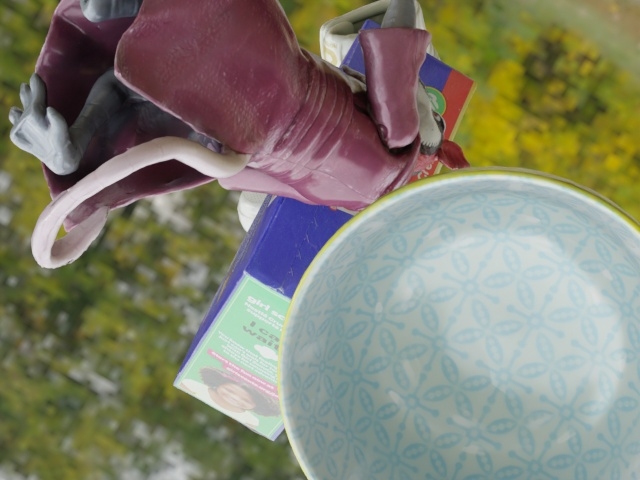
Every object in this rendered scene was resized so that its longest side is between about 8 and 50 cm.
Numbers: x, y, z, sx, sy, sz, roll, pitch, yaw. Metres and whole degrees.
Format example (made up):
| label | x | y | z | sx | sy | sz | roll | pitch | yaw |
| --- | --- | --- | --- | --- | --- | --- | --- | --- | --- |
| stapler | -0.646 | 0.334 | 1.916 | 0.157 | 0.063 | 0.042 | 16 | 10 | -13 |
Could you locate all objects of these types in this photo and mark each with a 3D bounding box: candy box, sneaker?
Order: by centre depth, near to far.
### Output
| label | x | y | z | sx | sy | sz | roll | pitch | yaw |
| --- | --- | --- | --- | --- | --- | --- | --- | --- | --- |
| candy box | 0.000 | 0.000 | 1.762 | 0.122 | 0.268 | 0.317 | 27 | 155 | -2 |
| sneaker | 0.007 | -0.145 | 2.137 | 0.108 | 0.292 | 0.169 | 30 | 151 | 43 |

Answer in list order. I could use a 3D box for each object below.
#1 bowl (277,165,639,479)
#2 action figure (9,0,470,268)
| label | x | y | z | sx | sy | sz | roll | pitch | yaw |
| --- | --- | --- | --- | --- | --- | --- | --- | --- | --- |
| bowl | 0.124 | 0.075 | 1.395 | 0.289 | 0.289 | 0.156 | 30 | -163 | 1 |
| action figure | -0.023 | -0.100 | 1.479 | 0.370 | 0.248 | 0.275 | 20 | -137 | -33 |
